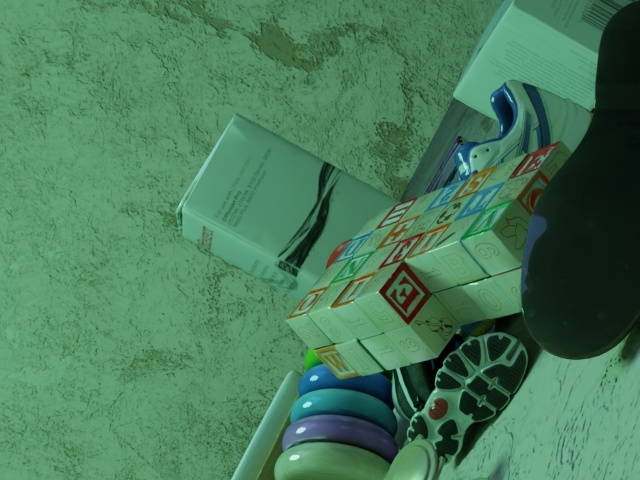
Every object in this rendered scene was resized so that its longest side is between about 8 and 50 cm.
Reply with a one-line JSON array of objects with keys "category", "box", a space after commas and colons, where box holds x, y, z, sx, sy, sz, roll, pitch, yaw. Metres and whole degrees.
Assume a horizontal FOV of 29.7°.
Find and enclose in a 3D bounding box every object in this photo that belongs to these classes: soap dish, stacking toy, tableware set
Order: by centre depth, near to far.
[{"category": "tableware set", "box": [0.082, 0.240, 0.971, 0.141, 0.020, 0.168, -62, 26, -2]}, {"category": "stacking toy", "box": [0.040, 0.141, 1.416, 0.141, 0.141, 0.330, 121, 162, -56]}, {"category": "soap dish", "box": [-0.038, 0.327, 1.502, 0.229, 0.118, 0.291, 85, -151, -61]}]

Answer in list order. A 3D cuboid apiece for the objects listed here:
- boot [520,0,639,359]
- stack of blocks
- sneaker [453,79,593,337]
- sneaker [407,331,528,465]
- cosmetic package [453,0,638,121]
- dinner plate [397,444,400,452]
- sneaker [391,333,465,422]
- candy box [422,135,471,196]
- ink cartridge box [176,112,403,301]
[{"category": "boot", "box": [0.237, -0.032, 0.923, 0.305, 0.112, 0.115, -67, -26, -24]}, {"category": "stack of blocks", "box": [0.114, 0.027, 1.144, 0.171, 0.087, 0.297, -50, 15, -32]}, {"category": "sneaker", "box": [0.190, -0.039, 1.318, 0.296, 0.131, 0.112, -63, 4, -21]}, {"category": "sneaker", "box": [0.138, 0.138, 1.134, 0.071, 0.068, 0.170, -44, -9, -50]}, {"category": "cosmetic package", "box": [0.279, -0.237, 1.454, 0.151, 0.151, 0.184, -61, 1, -34]}, {"category": "dinner plate", "box": [0.058, 0.309, 1.469, 0.141, 0.017, 0.141, -60, 3, 5]}, {"category": "sneaker", "box": [0.116, 0.087, 1.319, 0.121, 0.079, 0.217, 138, 124, -69]}, {"category": "candy box", "box": [0.218, -0.074, 1.962, 0.159, 0.071, 0.233, -60, 1, 14]}, {"category": "ink cartridge box", "box": [0.000, 0.000, 1.772, 0.166, 0.395, 0.285, -62, 2, -10]}]
